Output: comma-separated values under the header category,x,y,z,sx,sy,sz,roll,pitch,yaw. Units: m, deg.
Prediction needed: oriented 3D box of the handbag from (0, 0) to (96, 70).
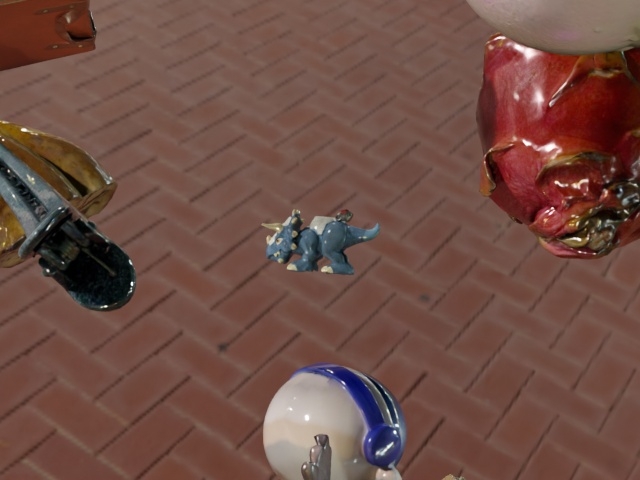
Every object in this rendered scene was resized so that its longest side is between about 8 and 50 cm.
category,x,y,z,sx,sy,sz,roll,pitch,yaw
handbag,-0.316,-0.211,0.989,0.190,0.127,0.063,-16,76,-13

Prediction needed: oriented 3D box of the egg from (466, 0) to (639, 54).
category,x,y,z,sx,sy,sz,roll,pitch,yaw
egg,0.163,-0.205,0.612,0.183,0.183,0.217,18,-1,5

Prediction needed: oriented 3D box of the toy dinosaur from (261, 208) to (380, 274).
category,x,y,z,sx,sy,sz,roll,pitch,yaw
toy dinosaur,0.000,0.000,0.734,0.083,0.047,0.030,4,0,11

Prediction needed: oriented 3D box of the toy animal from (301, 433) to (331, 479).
category,x,y,z,sx,sy,sz,roll,pitch,yaw
toy animal,0.002,0.333,0.683,0.225,0.302,0.284,-34,34,7

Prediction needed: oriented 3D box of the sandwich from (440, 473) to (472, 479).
category,x,y,z,sx,sy,sz,roll,pitch,yaw
sandwich,0.204,0.368,1.316,0.094,0.096,0.258,19,4,-20

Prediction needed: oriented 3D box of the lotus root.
category,x,y,z,sx,sy,sz,roll,pitch,yaw
lotus root,-0.390,-0.080,1.337,0.199,0.188,0.180,-34,88,-8

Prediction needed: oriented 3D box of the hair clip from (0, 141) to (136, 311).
category,x,y,z,sx,sy,sz,roll,pitch,yaw
hair clip,-0.182,-0.026,0.623,0.039,0.070,0.229,-49,39,-6

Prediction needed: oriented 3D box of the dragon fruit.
category,x,y,z,sx,sy,sz,roll,pitch,yaw
dragon fruit,0.276,-0.132,1.099,0.250,0.315,0.250,9,-5,1

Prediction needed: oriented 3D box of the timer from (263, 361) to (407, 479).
category,x,y,z,sx,sy,sz,roll,pitch,yaw
timer,0.036,0.307,1.017,0.270,0.383,0.270,-8,10,1
